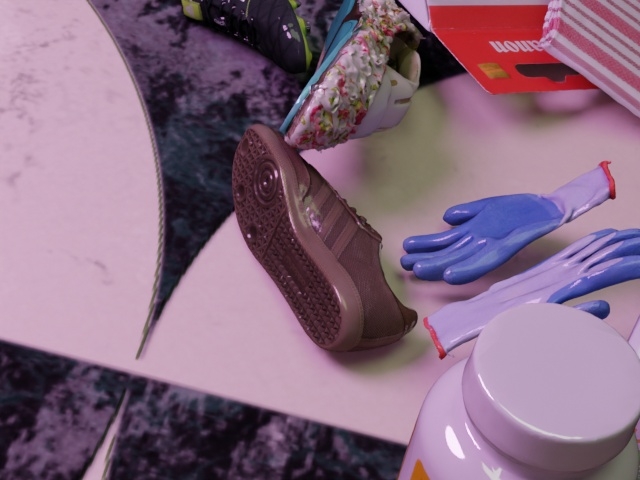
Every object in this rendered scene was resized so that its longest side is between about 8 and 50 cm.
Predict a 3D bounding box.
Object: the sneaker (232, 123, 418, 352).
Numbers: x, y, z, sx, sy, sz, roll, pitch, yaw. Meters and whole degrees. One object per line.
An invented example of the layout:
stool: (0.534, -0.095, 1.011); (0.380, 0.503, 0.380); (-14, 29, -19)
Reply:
sneaker: (0.000, 0.000, 1.041); (0.071, 0.066, 0.188); (2, 48, -36)

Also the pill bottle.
pill bottle: (0.101, 0.131, 0.825); (0.117, 0.208, 0.117); (6, 46, -6)

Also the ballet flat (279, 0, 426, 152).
ballet flat: (0.034, -0.121, 1.105); (0.077, 0.091, 0.241); (30, 30, -5)

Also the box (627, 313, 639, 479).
box: (0.325, 0.090, 0.969); (0.262, 0.127, 0.231); (25, 48, 11)

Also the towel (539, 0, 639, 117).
towel: (0.243, -0.172, 1.239); (0.144, 0.029, 0.197); (33, 45, -15)

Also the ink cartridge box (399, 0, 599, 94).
ink cartridge box: (0.139, -0.206, 1.230); (0.181, 0.056, 0.224); (-7, 45, -39)

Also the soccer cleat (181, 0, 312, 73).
soccer cleat: (-0.065, -0.179, 1.192); (0.072, 0.060, 0.179); (-22, 49, -17)

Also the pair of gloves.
pair of gloves: (0.132, 0.009, 1.000); (0.159, 0.023, 0.198); (-24, 25, 7)
